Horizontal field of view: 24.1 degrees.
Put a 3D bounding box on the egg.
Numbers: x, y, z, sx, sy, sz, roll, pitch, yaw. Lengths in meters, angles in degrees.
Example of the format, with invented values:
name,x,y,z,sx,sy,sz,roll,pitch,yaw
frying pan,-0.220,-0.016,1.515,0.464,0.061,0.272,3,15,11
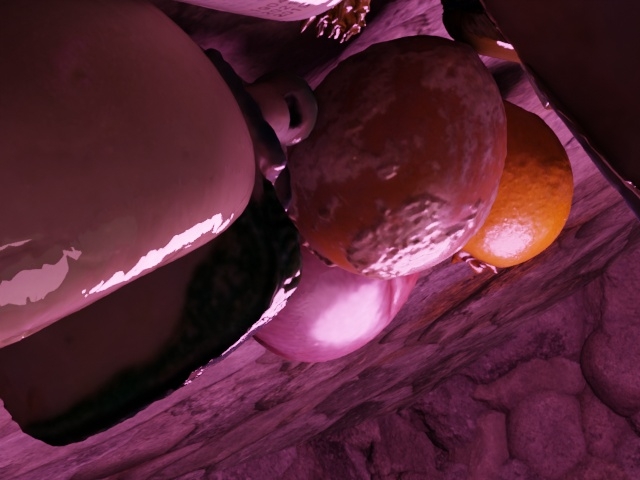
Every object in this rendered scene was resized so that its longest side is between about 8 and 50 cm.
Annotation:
name,x,y,z,sx,sy,sz,roll,pitch,yaw
egg,0.071,-0.076,1.375,0.203,0.203,0.245,-7,135,-54

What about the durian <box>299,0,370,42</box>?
name,x,y,z,sx,sy,sz,roll,pitch,yaw
durian,0.004,-0.224,1.081,0.139,0.144,0.252,-47,166,-20

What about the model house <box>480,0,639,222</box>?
name,x,y,z,sx,sy,sz,roll,pitch,yaw
model house,0.376,-0.200,1.136,0.445,0.395,0.400,-41,146,10

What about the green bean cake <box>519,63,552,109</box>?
name,x,y,z,sx,sy,sz,roll,pitch,yaw
green bean cake,0.316,-0.230,1.620,0.173,0.094,0.181,-14,158,-46

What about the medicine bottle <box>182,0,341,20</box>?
name,x,y,z,sx,sy,sz,roll,pitch,yaw
medicine bottle,-0.076,-0.212,0.884,0.143,0.143,0.258,-36,164,25

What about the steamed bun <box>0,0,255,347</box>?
name,x,y,z,sx,sy,sz,roll,pitch,yaw
steamed bun,-0.213,-0.055,0.934,0.312,0.233,0.334,-26,-175,30

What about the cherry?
name,x,y,z,sx,sy,sz,roll,pitch,yaw
cherry,0.000,0.000,1.587,0.307,0.221,0.261,-46,160,-6

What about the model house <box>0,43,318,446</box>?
name,x,y,z,sx,sy,sz,roll,pitch,yaw
model house,-0.132,-0.019,1.264,0.298,0.243,0.284,-35,-179,25

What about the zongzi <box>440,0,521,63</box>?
name,x,y,z,sx,sy,sz,roll,pitch,yaw
zongzi,0.265,-0.162,1.398,0.260,0.289,0.123,-24,-171,-17

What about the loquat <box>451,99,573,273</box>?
name,x,y,z,sx,sy,sz,roll,pitch,yaw
loquat,0.191,-0.065,1.747,0.208,0.208,0.208,-26,165,-8
